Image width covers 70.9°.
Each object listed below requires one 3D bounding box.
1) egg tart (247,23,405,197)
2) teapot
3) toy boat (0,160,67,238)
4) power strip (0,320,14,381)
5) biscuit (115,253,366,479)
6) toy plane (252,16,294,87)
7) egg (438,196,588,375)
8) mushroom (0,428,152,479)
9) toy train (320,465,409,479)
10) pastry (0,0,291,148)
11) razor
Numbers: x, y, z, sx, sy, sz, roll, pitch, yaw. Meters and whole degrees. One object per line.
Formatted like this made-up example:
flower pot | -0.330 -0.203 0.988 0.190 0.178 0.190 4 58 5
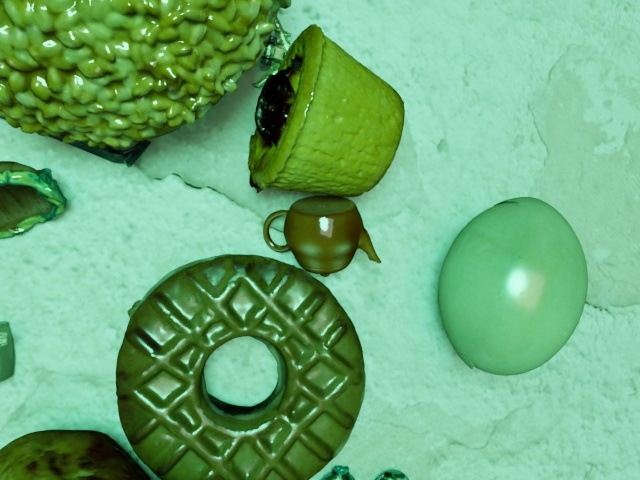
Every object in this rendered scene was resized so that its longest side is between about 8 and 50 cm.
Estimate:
egg tart | 0.000 -0.147 0.577 0.170 0.215 0.215 17 86 -21
teapot | 0.000 0.000 0.624 0.173 0.116 0.116 6 88 16
toy boat | -0.451 -0.004 0.532 0.292 0.108 0.099 -35 69 -10
power strip | -0.471 0.146 0.554 0.175 0.042 0.075 -5 90 -10
biscuit | -0.100 0.178 0.596 0.331 0.103 0.332 0 88 -11
toy plane | -0.062 -0.265 0.642 0.111 0.040 0.103 14 105 -9
egg | 0.262 0.062 0.625 0.186 0.186 0.253 21 86 -10
mushroom | -0.260 0.382 0.467 0.259 0.345 0.346 -27 95 -46
toy train | 0.067 0.420 0.624 0.203 0.112 0.163 7 94 -10
pastry | -0.228 -0.283 0.450 0.409 0.245 0.410 -3 125 -5
razor | -0.330 -0.137 0.593 0.190 0.033 0.066 18 41 -8
